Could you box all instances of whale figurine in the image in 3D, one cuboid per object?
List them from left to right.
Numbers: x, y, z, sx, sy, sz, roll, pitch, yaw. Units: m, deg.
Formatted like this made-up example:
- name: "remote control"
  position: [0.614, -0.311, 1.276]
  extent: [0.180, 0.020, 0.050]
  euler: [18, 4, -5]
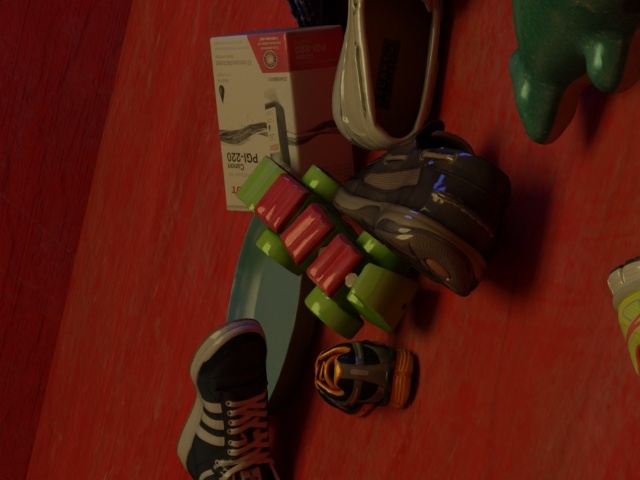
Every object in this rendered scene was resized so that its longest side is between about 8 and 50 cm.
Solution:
- name: "whale figurine"
  position: [0.202, -0.204, 1.405]
  extent: [0.272, 0.141, 0.216]
  euler: [119, 154, -46]

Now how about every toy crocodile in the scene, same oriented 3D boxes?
- name: "toy crocodile"
  position: [0.000, 0.000, 1.867]
  extent: [0.115, 0.105, 0.340]
  euler: [-49, 41, 6]

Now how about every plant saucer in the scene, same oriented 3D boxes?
- name: "plant saucer"
  position: [-0.059, 0.085, 2.228]
  extent: [0.317, 0.043, 0.318]
  euler: [-170, 90, -73]

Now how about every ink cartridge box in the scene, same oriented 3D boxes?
- name: "ink cartridge box"
  position: [-0.045, -0.143, 2.067]
  extent: [0.158, 0.092, 0.218]
  euler: [4, 104, 51]

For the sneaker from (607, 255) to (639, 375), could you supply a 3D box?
- name: "sneaker"
  position: [0.268, 0.046, 1.187]
  extent: [0.208, 0.081, 0.094]
  euler: [130, 139, -70]

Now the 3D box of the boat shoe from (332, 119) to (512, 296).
- name: "boat shoe"
  position: [0.113, -0.038, 1.673]
  extent: [0.130, 0.132, 0.355]
  euler: [-53, 15, 0]

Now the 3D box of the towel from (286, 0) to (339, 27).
- name: "towel"
  position: [-0.030, -0.378, 2.114]
  extent: [0.336, 0.040, 0.243]
  euler: [64, -156, -58]

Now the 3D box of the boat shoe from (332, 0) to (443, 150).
- name: "boat shoe"
  position: [0.086, -0.275, 1.824]
  extent: [0.156, 0.136, 0.367]
  euler: [-161, 79, -73]

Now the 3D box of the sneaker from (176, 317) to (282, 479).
- name: "sneaker"
  position: [-0.094, 0.230, 2.077]
  extent: [0.153, 0.099, 0.282]
  euler: [58, 148, 35]

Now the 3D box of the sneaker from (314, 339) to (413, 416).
- name: "sneaker"
  position: [0.029, 0.142, 1.854]
  extent: [0.215, 0.083, 0.084]
  euler: [153, 123, -70]
